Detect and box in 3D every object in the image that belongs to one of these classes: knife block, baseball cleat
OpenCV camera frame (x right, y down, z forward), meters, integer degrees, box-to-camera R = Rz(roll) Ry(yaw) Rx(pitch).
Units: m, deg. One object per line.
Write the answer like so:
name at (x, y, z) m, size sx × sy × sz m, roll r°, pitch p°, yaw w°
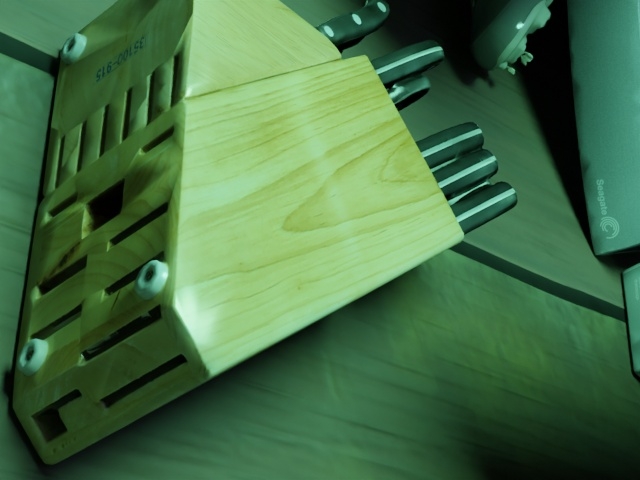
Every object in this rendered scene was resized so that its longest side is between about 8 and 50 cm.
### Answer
knife block at (0.000, 0.000, 0.659) m, size 0.242 × 0.088 × 0.276 m, roll 34°, pitch 40°, yaw -34°
baseball cleat at (0.106, -0.185, 0.996) m, size 0.109 × 0.072 × 0.206 m, roll 35°, pitch 34°, yaw -8°

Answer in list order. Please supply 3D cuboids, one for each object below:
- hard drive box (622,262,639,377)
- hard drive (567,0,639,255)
hard drive box at (0.338, 0.047, 0.953) m, size 0.181 × 0.232 × 0.089 m, roll 38°, pitch 38°, yaw -32°
hard drive at (0.238, -0.122, 1.007) m, size 0.172 × 0.054 × 0.255 m, roll -4°, pitch 91°, yaw -38°
